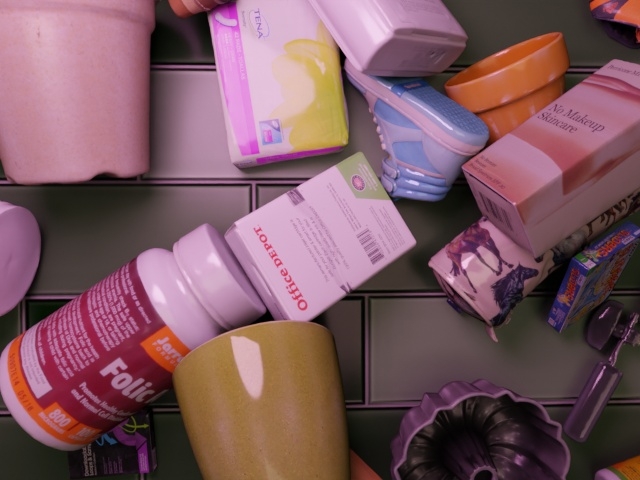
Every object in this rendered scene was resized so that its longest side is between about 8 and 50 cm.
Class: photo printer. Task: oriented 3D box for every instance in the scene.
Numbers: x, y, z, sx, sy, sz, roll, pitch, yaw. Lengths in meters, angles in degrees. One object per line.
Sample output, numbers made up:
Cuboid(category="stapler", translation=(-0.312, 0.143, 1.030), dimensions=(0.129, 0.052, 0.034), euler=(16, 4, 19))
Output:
Cuboid(category="photo printer", translation=(0.084, -0.423, 0.810), dimensions=(0.256, 0.107, 0.308), euler=(-19, 73, -44))

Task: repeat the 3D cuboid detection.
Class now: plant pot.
Cuboid(category="plant pot", translation=(-0.416, -0.253, 0.789), dimensions=(0.333, 0.334, 0.306), euler=(-3, 102, -2))
Cuboid(category="plant pot", translation=(0.355, -0.238, 0.869), dimensions=(0.205, 0.205, 0.188), euler=(-29, 108, -1))
Cuboid(category="plant pot", translation=(-0.066, 0.319, 0.721), dimensions=(0.274, 0.275, 0.294), euler=(-19, 55, -2))

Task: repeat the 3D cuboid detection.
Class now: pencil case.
Cuboid(category="pencil case", translation=(0.404, -0.012, 0.882), dimensions=(0.410, 0.160, 0.184), euler=(-38, 102, -1))

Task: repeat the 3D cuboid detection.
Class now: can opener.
Cuboid(category="can opener", translation=(0.546, 0.258, 0.947), dimensions=(0.093, 0.074, 0.281), euler=(24, 88, 32))

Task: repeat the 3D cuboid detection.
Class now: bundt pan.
Cuboid(category="bundt pan", translation=(0.274, 0.406, 0.888), dimensions=(0.330, 0.124, 0.331), euler=(-1, 98, -8))

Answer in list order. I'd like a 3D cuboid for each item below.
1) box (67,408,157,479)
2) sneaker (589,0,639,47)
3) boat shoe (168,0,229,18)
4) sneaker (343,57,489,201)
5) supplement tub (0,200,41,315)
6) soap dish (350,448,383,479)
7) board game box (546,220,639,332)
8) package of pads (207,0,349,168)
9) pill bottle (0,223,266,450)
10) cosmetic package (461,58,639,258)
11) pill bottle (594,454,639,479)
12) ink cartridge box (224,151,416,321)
Cuboid(category="box", translation=(-0.403, 0.392, 0.925), dimensions=(0.161, 0.029, 0.116), euler=(-5, 91, -1))
Cuboid(category="sneaker", translation=(0.673, -0.463, 0.914), dimensions=(0.320, 0.124, 0.180), euler=(0, 95, 9))
Cuboid(category="boat shoe", translation=(-0.251, -0.524, 0.836), dimensions=(0.119, 0.122, 0.324), euler=(-27, 66, 16))
Cuboid(category="sneaker", translation=(0.133, -0.194, 0.890), dimensions=(0.127, 0.208, 0.319), euler=(-18, 54, -36))
Cuboid(category="supplement tub", translation=(-0.679, 0.007, 0.807), dimensions=(0.315, 0.228, 0.229), euler=(11, 91, -2))
Cuboid(category="soap dish", translation=(-0.028, 0.494, 0.844), dimensions=(0.118, 0.228, 0.291), euler=(26, 92, -43))
Cuboid(category="board game box", translation=(0.490, 0.071, 0.868), dimensions=(0.136, 0.201, 0.035), euler=(-29, 51, -14))
Cuboid(category="package of pads", translation=(-0.070, -0.297, 0.887), dimensions=(0.229, 0.101, 0.297), euler=(-9, 92, -1))
Cuboid(category="pill bottle", translation=(-0.305, 0.156, 0.827), dimensions=(0.392, 0.224, 0.224), euler=(-34, 92, 0))
Cuboid(category="cosmetic package", translation=(0.397, -0.130, 0.750), dimensions=(0.296, 0.153, 0.129), euler=(-36, 125, 2))
Cuboid(category="pill bottle", translation=(0.675, 0.469, 0.913), dimensions=(0.245, 0.136, 0.137), euler=(-19, 92, -2))
Cuboid(category="ink cartridge box", translation=(0.000, 0.000, 0.846), dimensions=(0.272, 0.114, 0.199), euler=(-32, 92, -23))
